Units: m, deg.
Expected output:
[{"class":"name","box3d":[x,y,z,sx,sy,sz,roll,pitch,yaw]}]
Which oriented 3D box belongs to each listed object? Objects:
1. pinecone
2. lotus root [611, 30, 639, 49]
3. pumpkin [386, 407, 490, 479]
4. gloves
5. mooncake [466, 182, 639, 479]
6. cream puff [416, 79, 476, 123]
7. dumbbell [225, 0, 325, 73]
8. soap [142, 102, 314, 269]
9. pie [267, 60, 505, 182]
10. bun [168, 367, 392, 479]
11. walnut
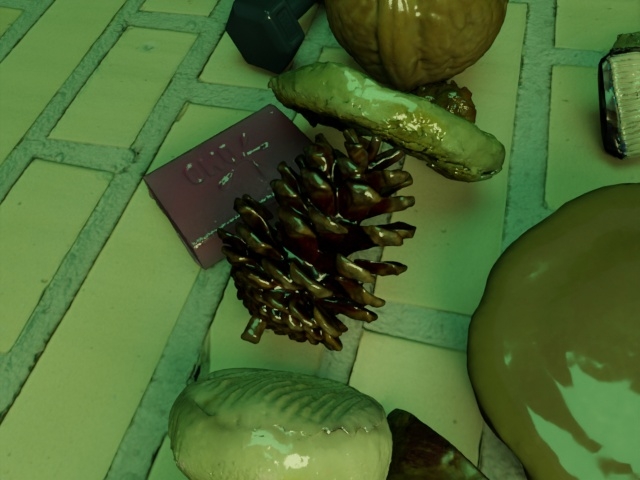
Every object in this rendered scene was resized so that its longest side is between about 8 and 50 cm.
[{"class":"pinecone","box3d":[0.000,0.000,0.664,0.244,0.244,0.309,39,90,25]},{"class":"lotus root","box3d":[0.604,-0.339,0.933,0.144,0.070,0.143,34,66,23]},{"class":"pumpkin","box3d":[0.127,0.327,0.517,0.169,0.148,0.312,-35,58,-21]},{"class":"gloves","box3d":[0.603,-0.219,0.814,0.312,0.135,0.210,-8,72,2]},{"class":"mooncake","box3d":[0.351,0.139,0.541,0.378,0.201,0.379,-11,55,17]},{"class":"cream puff","box3d":[0.211,-0.226,0.883,0.116,0.094,0.122,-3,62,6]},{"class":"dumbbell","box3d":[-0.045,-0.485,1.038,0.156,0.144,0.316,27,63,20]},{"class":"soap","box3d":[-0.133,-0.094,0.838,0.259,0.081,0.181,-33,61,-14]},{"class":"pie","box3d":[0.089,-0.176,0.764,0.371,0.296,0.078,23,95,18]},{"class":"bun","box3d":[-0.049,0.221,0.558,0.239,0.239,0.141,8,84,10]},{"class":"walnut","box3d":[0.159,-0.412,0.873,0.332,0.333,0.333,-2,58,4]}]
